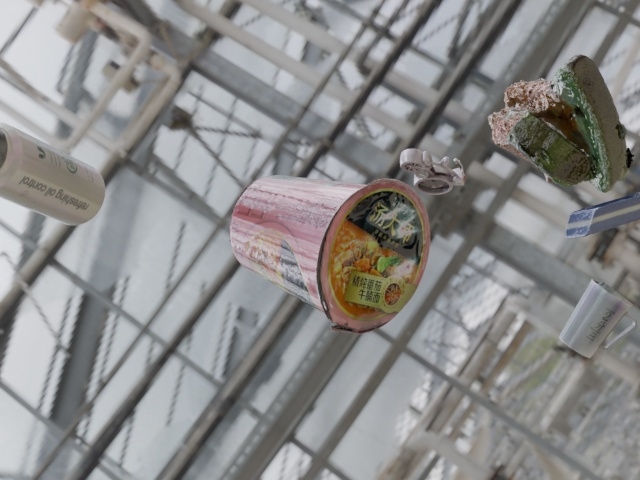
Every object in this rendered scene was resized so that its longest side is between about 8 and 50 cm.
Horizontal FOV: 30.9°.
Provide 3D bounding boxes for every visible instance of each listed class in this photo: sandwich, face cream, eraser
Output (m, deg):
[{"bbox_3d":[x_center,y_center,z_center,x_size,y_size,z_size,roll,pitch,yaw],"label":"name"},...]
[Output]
[{"bbox_3d":[0.414,-0.210,2.169,0.162,0.301,0.251,-25,-73,-25],"label":"sandwich"},{"bbox_3d":[-0.388,-0.095,1.478,0.092,0.092,0.311,-57,-24,0],"label":"face cream"},{"bbox_3d":[0.460,-0.050,1.663,0.225,0.036,0.082,-16,1,-13],"label":"eraser"}]

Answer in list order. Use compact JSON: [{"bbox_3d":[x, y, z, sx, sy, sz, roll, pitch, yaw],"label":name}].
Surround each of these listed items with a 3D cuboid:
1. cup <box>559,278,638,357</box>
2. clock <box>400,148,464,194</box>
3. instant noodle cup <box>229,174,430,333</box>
[{"bbox_3d":[0.452,0.131,1.857,0.116,0.104,0.074,-59,11,10],"label":"cup"},{"bbox_3d":[0.182,-0.115,1.894,0.129,0.087,0.041,37,-129,-51],"label":"clock"},{"bbox_3d":[0.000,0.000,1.778,0.244,0.255,0.244,-14,-69,-41],"label":"instant noodle cup"}]
